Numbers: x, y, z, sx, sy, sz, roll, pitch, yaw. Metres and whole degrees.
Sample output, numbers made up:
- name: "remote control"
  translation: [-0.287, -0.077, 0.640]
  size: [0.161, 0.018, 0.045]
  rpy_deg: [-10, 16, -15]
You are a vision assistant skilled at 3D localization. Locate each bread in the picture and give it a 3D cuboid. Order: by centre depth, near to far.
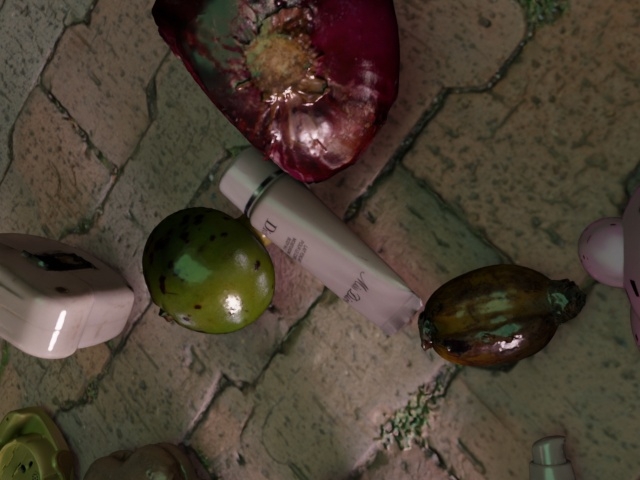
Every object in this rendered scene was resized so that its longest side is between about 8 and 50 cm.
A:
- name: "bread"
  translation: [-0.289, 0.425, 1.064]
  size: [0.337, 0.102, 0.183]
  rpy_deg: [-20, 78, 25]

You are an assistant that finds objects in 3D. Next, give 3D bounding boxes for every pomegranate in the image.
- name: "pomegranate"
  translation: [-0.143, 0.025, 0.978]
  size: [0.248, 0.202, 0.202]
  rpy_deg: [-44, 65, -14]

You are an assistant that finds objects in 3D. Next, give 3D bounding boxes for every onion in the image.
- name: "onion"
  translation: [-0.026, -0.262, 0.864]
  size: [0.260, 0.282, 0.337]
  rpy_deg: [-41, 99, 9]

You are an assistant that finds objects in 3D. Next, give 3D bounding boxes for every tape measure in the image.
- name: "tape measure"
  translation: [-0.459, 0.075, 1.087]
  size: [0.258, 0.265, 0.130]
  rpy_deg: [25, 101, 17]

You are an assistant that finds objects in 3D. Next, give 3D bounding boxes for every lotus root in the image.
- name: "lotus root"
  translation: [0.215, 0.090, 0.807]
  size: [0.209, 0.120, 0.120]
  rpy_deg: [-17, 79, 26]

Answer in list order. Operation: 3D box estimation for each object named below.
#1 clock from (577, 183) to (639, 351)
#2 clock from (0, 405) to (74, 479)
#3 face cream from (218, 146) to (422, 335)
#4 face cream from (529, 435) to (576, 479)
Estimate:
- name: "clock"
  translation: [0.458, 0.036, 0.678]
  size: [0.295, 0.113, 0.322]
  rpy_deg: [-49, 66, 18]
- name: "clock"
  translation: [-0.515, 0.430, 1.202]
  size: [0.232, 0.069, 0.170]
  rpy_deg: [41, 107, 26]
- name: "face cream"
  translation: [0.000, 0.000, 0.893]
  size: [0.314, 0.143, 0.089]
  rpy_deg: [40, 62, 8]
- name: "face cream"
  translation: [0.277, 0.353, 0.763]
  size: [0.101, 0.101, 0.252]
  rpy_deg: [-10, 82, 28]
